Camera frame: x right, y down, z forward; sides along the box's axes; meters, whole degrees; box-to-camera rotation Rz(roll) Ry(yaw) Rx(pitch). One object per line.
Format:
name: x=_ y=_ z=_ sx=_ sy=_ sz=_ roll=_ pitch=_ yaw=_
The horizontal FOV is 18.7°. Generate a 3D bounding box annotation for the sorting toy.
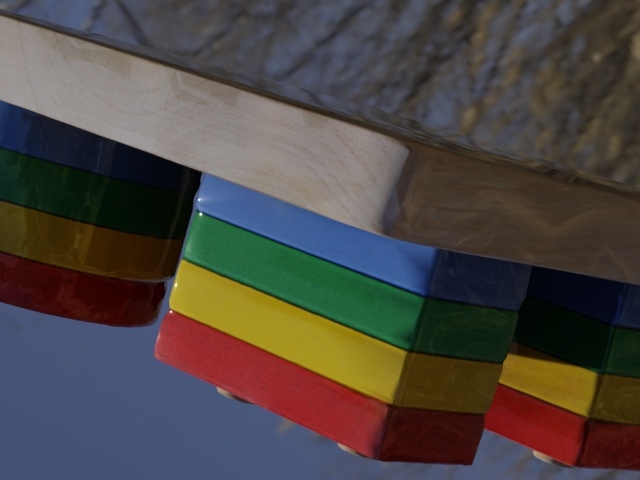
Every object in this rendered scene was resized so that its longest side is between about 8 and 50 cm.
sorting toy: x=0.000 y=0.000 z=0.634 sx=0.255 sy=0.089 sz=0.257 roll=20 pitch=-173 yaw=39
